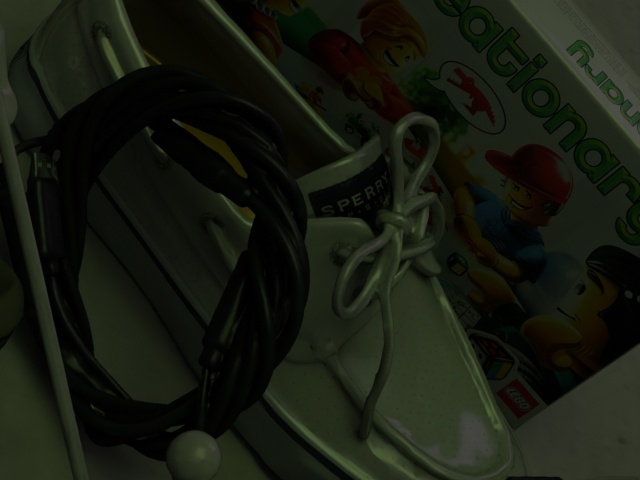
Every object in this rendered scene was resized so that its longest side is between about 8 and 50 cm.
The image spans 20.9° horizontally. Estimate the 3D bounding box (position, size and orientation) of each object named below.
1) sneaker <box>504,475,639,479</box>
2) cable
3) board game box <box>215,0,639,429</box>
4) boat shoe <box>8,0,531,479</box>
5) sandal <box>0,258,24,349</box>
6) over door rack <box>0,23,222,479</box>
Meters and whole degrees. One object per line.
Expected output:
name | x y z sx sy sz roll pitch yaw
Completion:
sneaker | 0.096 0.177 0.836 0.321 0.126 0.127 8 10 0
cable | -0.072 0.014 0.817 0.047 0.150 0.184 20 53 -70
board game box | 0.077 -0.061 0.959 0.305 0.193 0.053 49 43 2
boat shoe | 0.004 -0.005 0.885 0.367 0.156 0.136 51 43 4
sandal | -0.257 -0.022 0.718 0.303 0.086 0.120 13 25 -37
over door rack | -0.165 0.076 0.622 0.239 0.108 0.324 -18 87 -44
